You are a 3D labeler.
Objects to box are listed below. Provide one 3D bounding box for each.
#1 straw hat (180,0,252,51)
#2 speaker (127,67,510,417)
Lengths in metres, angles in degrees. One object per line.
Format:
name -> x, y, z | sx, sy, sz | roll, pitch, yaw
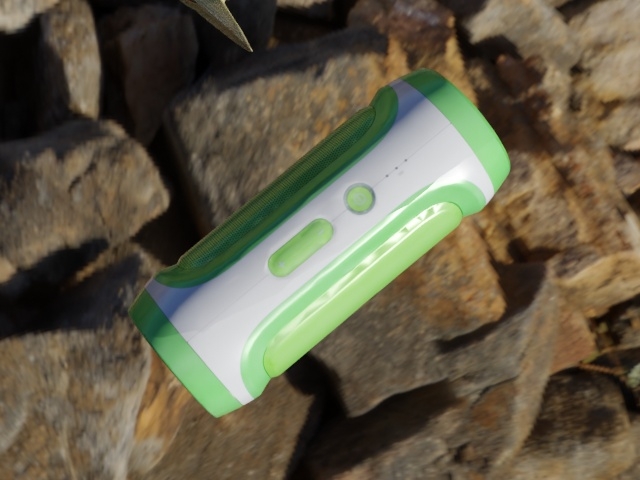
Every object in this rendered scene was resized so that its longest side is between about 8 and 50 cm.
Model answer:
straw hat -> -0.087, -0.203, 0.962 | 0.144, 0.144, 0.061 | 38, 91, 0
speaker -> 0.000, 0.000, 1.033 | 0.296, 0.131, 0.131 | -40, 87, -5
